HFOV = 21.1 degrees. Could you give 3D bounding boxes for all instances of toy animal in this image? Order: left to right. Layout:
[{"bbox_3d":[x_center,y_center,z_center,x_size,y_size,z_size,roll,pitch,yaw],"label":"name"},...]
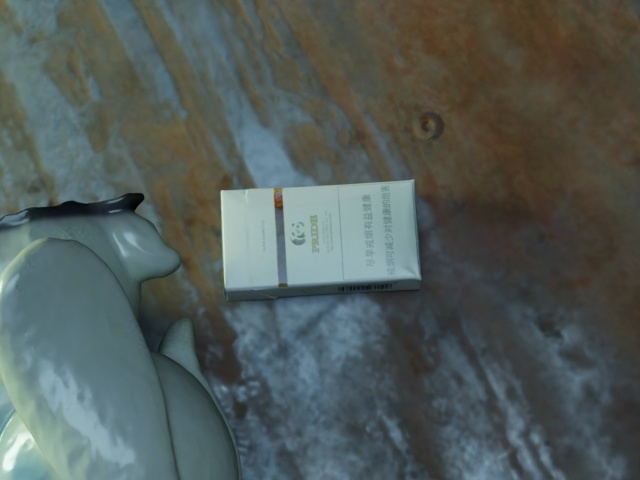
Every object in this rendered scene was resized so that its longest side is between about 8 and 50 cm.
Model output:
[{"bbox_3d":[-0.154,0.101,1.214,0.174,0.249,0.289,-28,90,13],"label":"toy animal"}]

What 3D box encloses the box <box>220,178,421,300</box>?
[{"bbox_3d":[0.000,0.000,1.343,0.154,0.040,0.084,-3,75,0],"label":"box"}]
